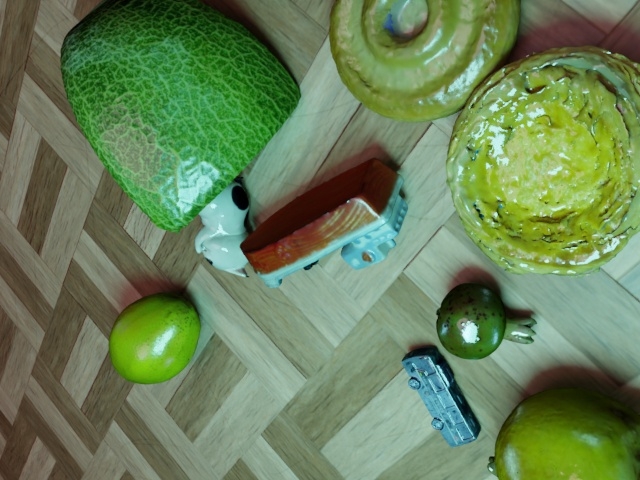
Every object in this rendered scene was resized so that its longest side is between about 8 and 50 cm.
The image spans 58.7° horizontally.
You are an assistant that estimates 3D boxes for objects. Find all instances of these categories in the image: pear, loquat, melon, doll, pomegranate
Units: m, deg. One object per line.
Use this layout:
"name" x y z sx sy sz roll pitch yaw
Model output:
"pear" -0.347 0.201 1.219 0.187 0.187 0.219 43 111 16
"loquat" 0.330 0.310 0.770 0.246 0.214 0.213 -27 90 48
"melon" -0.254 -0.239 0.923 0.344 0.226 0.331 42 90 -15
"doll" -0.182 -0.027 1.063 0.107 0.110 0.180 -4 105 -5
"pomegranate" 0.239 0.121 0.825 0.142 0.114 0.114 11 114 6

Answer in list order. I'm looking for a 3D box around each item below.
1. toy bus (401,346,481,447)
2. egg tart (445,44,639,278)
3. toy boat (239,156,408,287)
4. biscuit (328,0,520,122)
"toy bus" 0.198 0.254 0.933 0.065 0.047 0.165 -30 89 33
"egg tart" 0.295 -0.091 0.715 0.291 0.107 0.290 11 108 36
"toy boat" 0.000 0.000 0.935 0.332 0.145 0.133 -25 118 38
"biscuit" 0.138 -0.270 0.769 0.274 0.091 0.213 -18 93 35
